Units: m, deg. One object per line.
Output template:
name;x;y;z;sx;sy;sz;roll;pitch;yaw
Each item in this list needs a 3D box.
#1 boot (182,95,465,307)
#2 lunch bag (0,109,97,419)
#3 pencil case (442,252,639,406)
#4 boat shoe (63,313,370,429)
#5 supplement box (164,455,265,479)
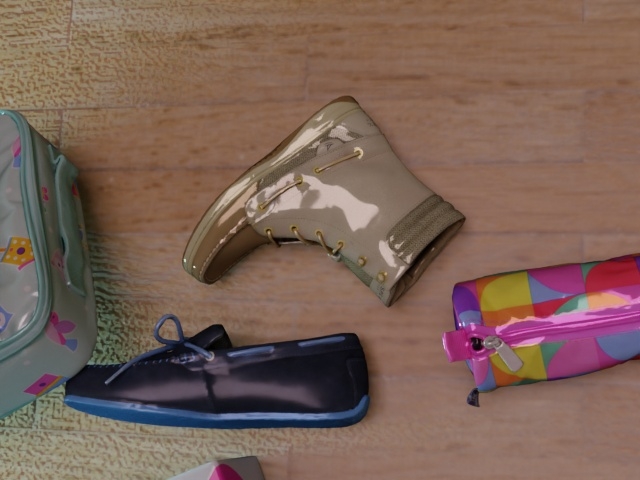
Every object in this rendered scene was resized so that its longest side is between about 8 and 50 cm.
boot;0.000;0.000;0.847;0.213;0.077;0.165;-43;75;1
lunch bag;-0.311;0.021;0.867;0.224;0.108;0.279;-29;55;12
pencil case;0.217;0.060;0.769;0.236;0.104;0.104;-13;77;11
boat shoe;-0.088;0.116;0.848;0.258;0.109;0.089;2;73;-2
supplement box;-0.147;0.271;0.817;0.220;0.114;0.111;-24;74;7
